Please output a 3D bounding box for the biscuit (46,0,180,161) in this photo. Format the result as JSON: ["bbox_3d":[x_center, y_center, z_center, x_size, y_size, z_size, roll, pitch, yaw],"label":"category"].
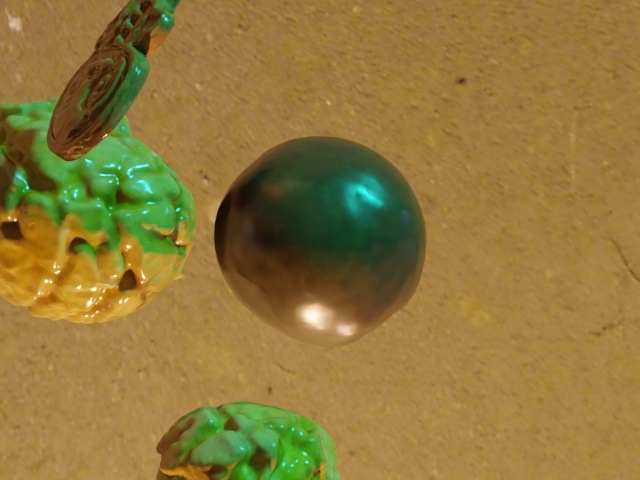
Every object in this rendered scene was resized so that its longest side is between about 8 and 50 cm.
[{"bbox_3d":[-0.278,-0.234,1.524,0.044,0.202,0.288,35,76,-31],"label":"biscuit"}]

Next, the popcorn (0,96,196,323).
[{"bbox_3d":[-0.405,-0.036,1.794,0.354,0.390,0.344,-2,127,-48],"label":"popcorn"}]

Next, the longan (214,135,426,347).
[{"bbox_3d":[0.003,0.001,1.580,0.297,0.297,0.297,-6,113,-14],"label":"longan"}]

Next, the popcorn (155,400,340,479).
[{"bbox_3d":[-0.056,0.192,0.877,0.148,0.152,0.167,-39,141,9],"label":"popcorn"}]
